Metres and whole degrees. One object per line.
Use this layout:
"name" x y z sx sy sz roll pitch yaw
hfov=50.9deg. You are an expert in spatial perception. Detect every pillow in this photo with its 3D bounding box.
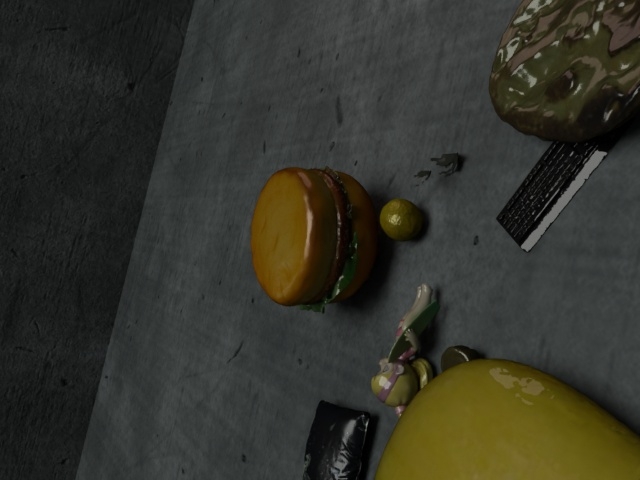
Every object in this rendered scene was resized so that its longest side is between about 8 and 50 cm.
"pillow" 0.016 0.356 1.026 0.141 0.055 0.209 -2 76 52

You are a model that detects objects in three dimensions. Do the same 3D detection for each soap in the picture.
"soap" 0.201 0.297 0.644 0.427 0.115 0.306 37 105 55

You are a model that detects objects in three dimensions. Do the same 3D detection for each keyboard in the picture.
"keyboard" 0.282 -0.081 0.796 0.197 0.015 0.074 -59 33 28

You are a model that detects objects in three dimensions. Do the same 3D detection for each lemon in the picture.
"lemon" 0.120 -0.032 1.012 0.062 0.062 0.083 -65 30 18

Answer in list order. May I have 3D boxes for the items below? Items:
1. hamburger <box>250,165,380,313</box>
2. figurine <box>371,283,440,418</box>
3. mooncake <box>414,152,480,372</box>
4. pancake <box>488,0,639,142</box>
"hamburger" -0.001 -0.001 1.102 0.246 0.169 0.246 -2 88 60
"figurine" 0.126 0.152 0.924 0.083 0.083 0.188 -12 54 59
"mooncake" 0.168 0.024 0.906 0.150 0.057 0.347 -5 69 47
"pancake" 0.310 -0.240 0.769 0.294 0.049 0.295 -47 32 43
